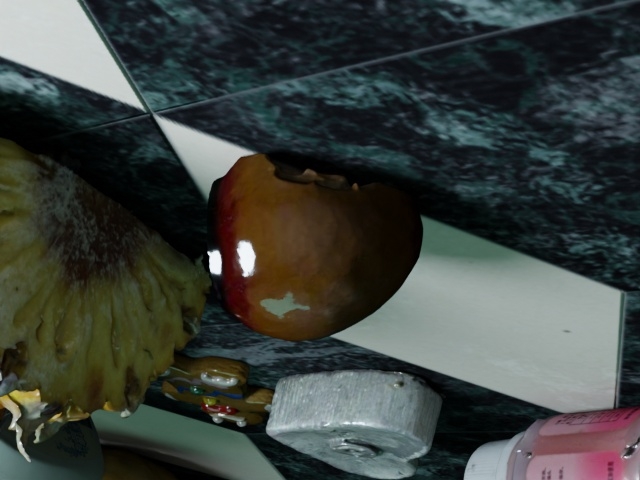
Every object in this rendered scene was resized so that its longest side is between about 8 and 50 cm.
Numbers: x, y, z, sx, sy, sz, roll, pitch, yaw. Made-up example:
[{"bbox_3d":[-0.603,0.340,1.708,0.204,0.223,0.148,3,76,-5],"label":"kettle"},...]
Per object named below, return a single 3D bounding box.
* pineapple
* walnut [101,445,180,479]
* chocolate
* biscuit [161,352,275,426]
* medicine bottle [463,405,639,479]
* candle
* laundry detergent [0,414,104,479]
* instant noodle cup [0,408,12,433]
[{"bbox_3d":[-0.286,0.056,0.935,0.286,0.209,0.344,-3,155,31],"label":"pineapple"},{"bbox_3d":[-0.325,0.455,1.799,0.397,0.308,0.354,-15,113,47],"label":"walnut"},{"bbox_3d":[0.000,0.000,0.830,0.133,0.127,0.124,-9,-177,16],"label":"chocolate"},{"bbox_3d":[-0.111,0.167,1.361,0.138,0.031,0.205,5,159,14],"label":"biscuit"},{"bbox_3d":[0.255,0.231,1.189,0.147,0.147,0.247,26,154,-32],"label":"medicine bottle"},{"bbox_3d":[0.033,0.182,1.275,0.168,0.068,0.192,12,154,2],"label":"candle"},{"bbox_3d":[-0.367,0.170,1.311,0.105,0.215,0.280,-46,134,11],"label":"laundry detergent"},{"bbox_3d":[-0.326,0.101,1.140,0.125,0.208,0.177,28,-165,-4],"label":"instant noodle cup"}]
